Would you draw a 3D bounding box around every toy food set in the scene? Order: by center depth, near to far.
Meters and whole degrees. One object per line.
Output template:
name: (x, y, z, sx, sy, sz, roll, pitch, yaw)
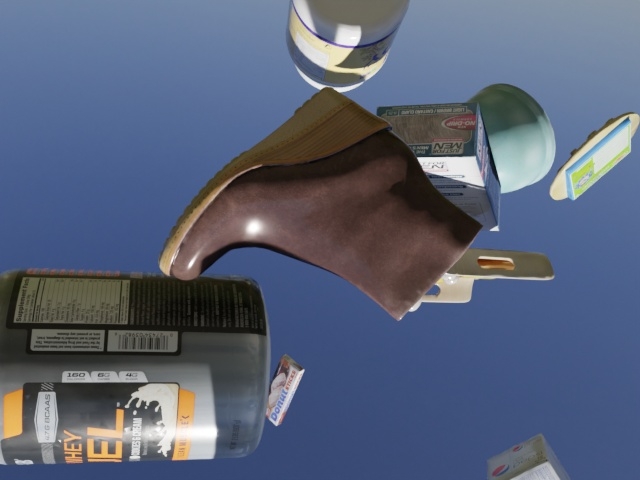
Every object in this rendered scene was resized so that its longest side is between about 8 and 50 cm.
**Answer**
toy food set: (0.252, 0.079, 1.352, 0.220, 0.092, 0.306, 3, 168, -17)

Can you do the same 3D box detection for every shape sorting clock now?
shape sorting clock: (0.499, -0.154, 1.337, 0.206, 0.206, 0.040, -14, -128, -38)

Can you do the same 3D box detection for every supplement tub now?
supplement tub: (-0.219, 0.125, 0.739, 0.316, 0.193, 0.193, 2, -153, -13)
supplement tub: (0.048, -0.476, 1.577, 0.241, 0.240, 0.331, 7, 170, -4)

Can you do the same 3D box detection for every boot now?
boot: (0.000, 0.000, 0.670, 0.207, 0.248, 0.090, 46, 174, 5)

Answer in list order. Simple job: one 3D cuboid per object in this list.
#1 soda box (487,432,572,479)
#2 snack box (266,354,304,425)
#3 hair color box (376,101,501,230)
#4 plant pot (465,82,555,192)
soda box: (0.253, 0.310, 0.735, 0.069, 0.216, 0.074, -32, 180, 14)
snack box: (-0.096, 0.370, 1.804, 0.064, 0.178, 0.022, 35, -152, 27)
hair color box: (0.223, -0.122, 1.326, 0.174, 0.105, 0.347, 1, 162, 20)
plant pot: (0.438, -0.245, 1.936, 0.196, 0.292, 0.293, -29, -138, -28)
